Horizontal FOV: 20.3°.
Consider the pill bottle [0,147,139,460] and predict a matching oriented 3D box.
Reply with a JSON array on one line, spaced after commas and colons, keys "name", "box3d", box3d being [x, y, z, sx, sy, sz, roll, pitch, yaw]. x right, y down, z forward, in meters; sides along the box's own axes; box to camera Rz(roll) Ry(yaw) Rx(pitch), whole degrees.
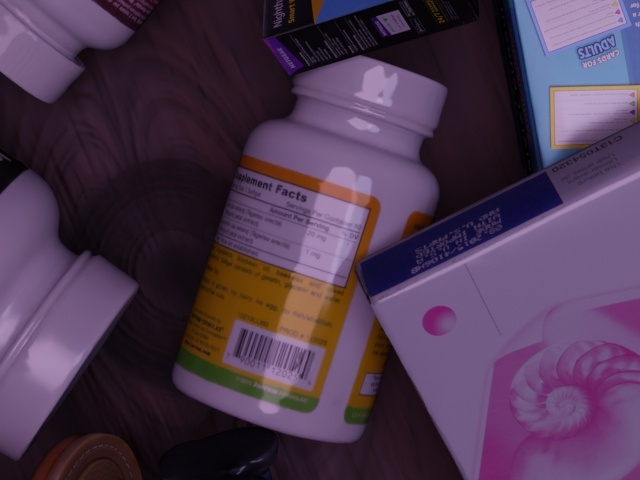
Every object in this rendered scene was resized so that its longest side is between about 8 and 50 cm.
[{"name": "pill bottle", "box3d": [-0.294, -0.007, 1.159, 0.334, 0.188, 0.188, 34, 92, -3]}]

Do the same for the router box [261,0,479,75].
[{"name": "router box", "box3d": [0.032, -0.202, 1.159, 0.133, 0.046, 0.179, -15, 51, 21]}]

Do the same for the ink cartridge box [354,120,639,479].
[{"name": "ink cartridge box", "box3d": [0.236, 0.080, 1.159, 0.324, 0.071, 0.330, -27, 117, 5]}]

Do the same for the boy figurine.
[{"name": "boy figurine", "box3d": [-0.029, 0.260, 1.197, 0.092, 0.177, 0.285, -12, 121, 7]}]

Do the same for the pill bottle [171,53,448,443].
[{"name": "pill bottle", "box3d": [0.000, 0.000, 1.191, 0.136, 0.136, 0.246, 18, 92, -2]}]

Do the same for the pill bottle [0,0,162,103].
[{"name": "pill bottle", "box3d": [-0.144, -0.205, 1.184, 0.121, 0.121, 0.221, 42, 95, -3]}]

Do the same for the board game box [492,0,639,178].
[{"name": "board game box", "box3d": [0.255, -0.124, 1.219, 0.253, 0.079, 0.336, -10, 93, -1]}]

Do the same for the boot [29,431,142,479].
[{"name": "boot", "box3d": [-0.226, 0.219, 1.160, 0.220, 0.109, 0.283, 27, 116, 39]}]
